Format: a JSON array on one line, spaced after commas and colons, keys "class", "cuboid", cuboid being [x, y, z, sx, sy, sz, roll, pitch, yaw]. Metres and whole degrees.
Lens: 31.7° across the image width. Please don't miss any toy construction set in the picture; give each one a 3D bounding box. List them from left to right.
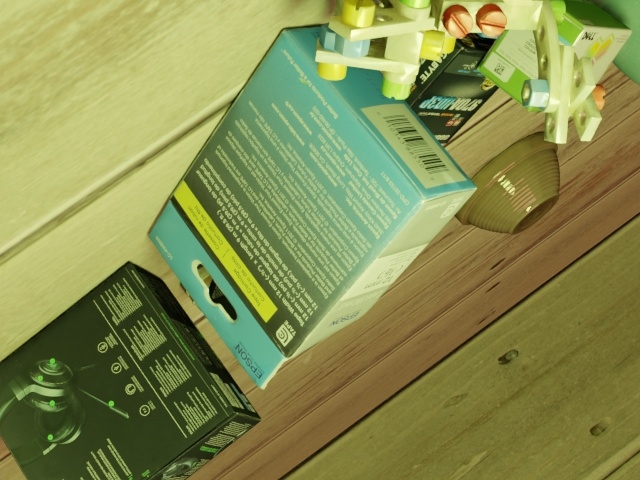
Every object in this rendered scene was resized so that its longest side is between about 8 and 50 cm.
[{"class": "toy construction set", "cuboid": [0.147, -0.215, 1.156, 0.328, 0.215, 0.151, 14, 119, -20]}]

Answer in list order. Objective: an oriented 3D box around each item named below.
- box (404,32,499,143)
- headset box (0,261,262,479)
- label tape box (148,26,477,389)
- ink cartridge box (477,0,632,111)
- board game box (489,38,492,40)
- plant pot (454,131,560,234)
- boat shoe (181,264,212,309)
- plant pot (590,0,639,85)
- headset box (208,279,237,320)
[{"class": "box", "cuboid": [0.168, -0.208, 1.539, 0.175, 0.051, 0.220, -47, 161, 25]}, {"class": "headset box", "cuboid": [-0.266, 0.216, 1.440, 0.283, 0.246, 0.131, -39, 162, 1]}, {"class": "label tape box", "cuboid": [-0.023, -0.032, 1.282, 0.115, 0.249, 0.347, -17, 153, -48]}, {"class": "ink cartridge box", "cuboid": [0.344, -0.301, 1.473, 0.189, 0.097, 0.255, -13, 141, -55]}, {"class": "board game box", "cuboid": [0.225, -0.337, 1.372, 0.145, 0.027, 0.281, -43, 162, 12]}, {"class": "plant pot", "cuboid": [0.376, -0.087, 2.151, 0.237, 0.109, 0.237, -33, 162, -12]}, {"class": "boat shoe", "cuboid": [-0.103, 0.033, 1.584, 0.190, 0.072, 0.068, -41, 162, 11]}, {"class": "plant pot", "cuboid": [0.548, -0.310, 1.628, 0.293, 0.196, 0.293, -20, 175, -2]}, {"class": "headset box", "cuboid": [0.000, 0.000, 1.532, 0.293, 0.110, 0.218, -5, 120, -60]}]
